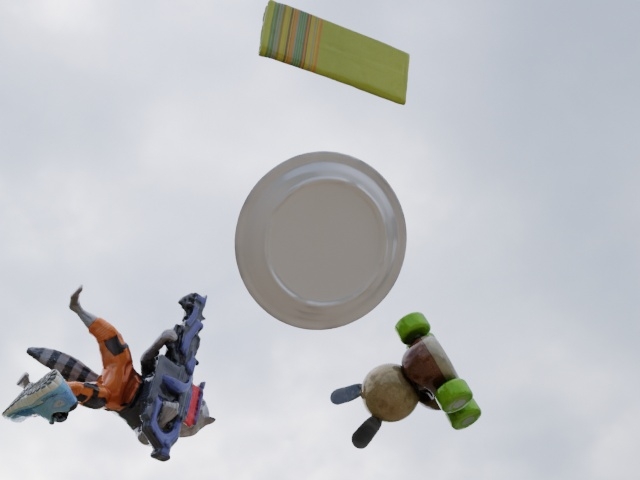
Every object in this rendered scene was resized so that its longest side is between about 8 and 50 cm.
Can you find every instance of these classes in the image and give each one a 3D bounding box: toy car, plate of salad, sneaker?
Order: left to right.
[{"bbox_3d":[-0.408,0.247,1.440,0.073,0.063,0.162,48,-42,-13],"label":"sneaker"},{"bbox_3d":[0.000,0.000,1.095,0.200,0.048,0.199,-2,-82,-17],"label":"plate of salad"},{"bbox_3d":[0.115,0.228,1.465,0.188,0.155,0.149,-30,-34,1],"label":"toy car"}]

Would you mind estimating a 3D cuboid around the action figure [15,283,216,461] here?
[{"bbox_3d":[-0.322,0.221,1.710,0.330,0.341,0.178,38,-49,-19],"label":"action figure"}]

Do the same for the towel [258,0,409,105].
[{"bbox_3d":[0.022,-0.277,1.468,0.237,0.102,0.021,17,-30,-17],"label":"towel"}]
